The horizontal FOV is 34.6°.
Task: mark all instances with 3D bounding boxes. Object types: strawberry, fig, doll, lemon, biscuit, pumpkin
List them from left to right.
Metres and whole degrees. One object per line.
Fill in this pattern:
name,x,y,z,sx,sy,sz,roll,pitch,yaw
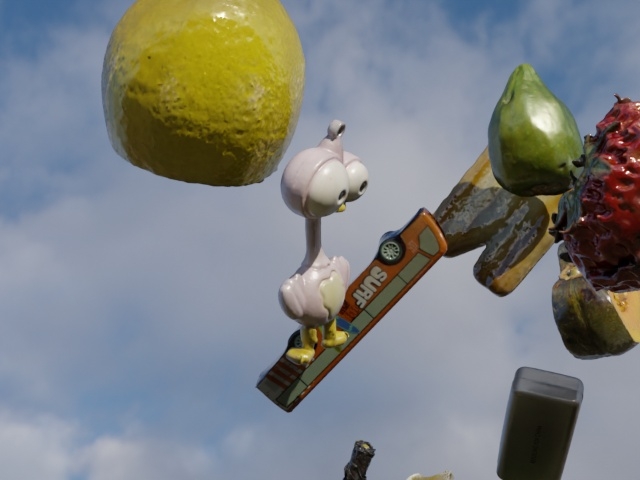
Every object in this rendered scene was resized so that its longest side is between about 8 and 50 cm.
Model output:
lemon,-0.189,-0.286,1.705,0.364,0.364,0.364,-3,-41,-2
doll,-0.001,-0.001,1.512,0.160,0.094,0.365,-21,-54,-48
biscuit,0.354,-0.055,1.962,0.290,0.237,0.062,-52,-33,-3
fig,0.375,-0.186,1.812,0.167,0.167,0.233,-11,-74,8
pumpkin,0.591,0.125,2.168,0.139,0.317,0.222,-26,-66,27
strawberry,0.447,-0.024,1.339,0.280,0.150,0.253,32,-76,-13

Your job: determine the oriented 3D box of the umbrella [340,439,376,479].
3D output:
umbrella,0.043,0.363,1.517,0.037,0.040,0.144,-1,-67,-59

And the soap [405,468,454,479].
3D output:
soap,0.229,0.649,1.933,0.169,0.304,0.338,-19,-82,30

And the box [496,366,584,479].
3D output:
box,0.327,0.287,1.548,0.103,0.055,0.243,11,-43,12

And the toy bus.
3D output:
toy bus,0.052,0.113,1.707,0.092,0.093,0.409,43,-80,-1
